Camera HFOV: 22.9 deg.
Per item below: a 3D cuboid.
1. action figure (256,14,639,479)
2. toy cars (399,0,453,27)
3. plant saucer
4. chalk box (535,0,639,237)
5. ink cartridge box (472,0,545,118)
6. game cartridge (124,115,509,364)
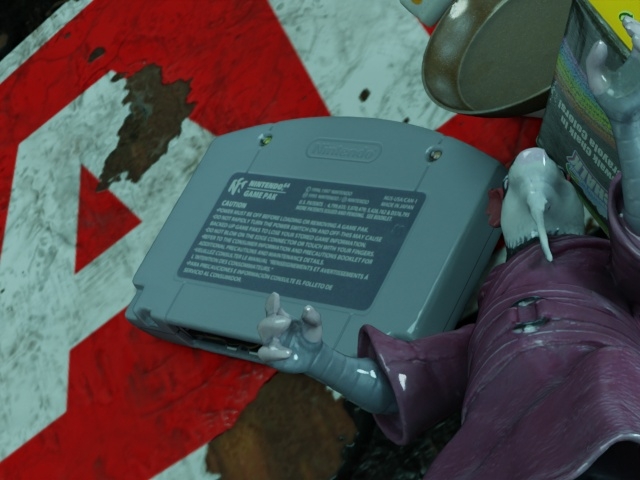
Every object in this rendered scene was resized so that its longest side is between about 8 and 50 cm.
[{"bbox_3d":[0.135,0.079,0.798,0.248,0.276,0.370,-32,24,28],"label":"action figure"},{"bbox_3d":[0.147,-0.330,1.221,0.393,0.087,0.176,-57,6,-14],"label":"toy cars"},{"bbox_3d":[0.142,-0.137,1.008,0.168,0.029,0.168,-29,34,22],"label":"plant saucer"},{"bbox_3d":[0.219,-0.068,0.913,0.132,0.213,0.132,-29,68,-13],"label":"chalk box"},{"bbox_3d":[0.180,-0.141,1.086,0.143,0.090,0.092,12,65,46],"label":"ink cartridge box"},{"bbox_3d":[0.000,0.000,1.152,0.294,0.060,0.196,9,67,44],"label":"game cartridge"}]
